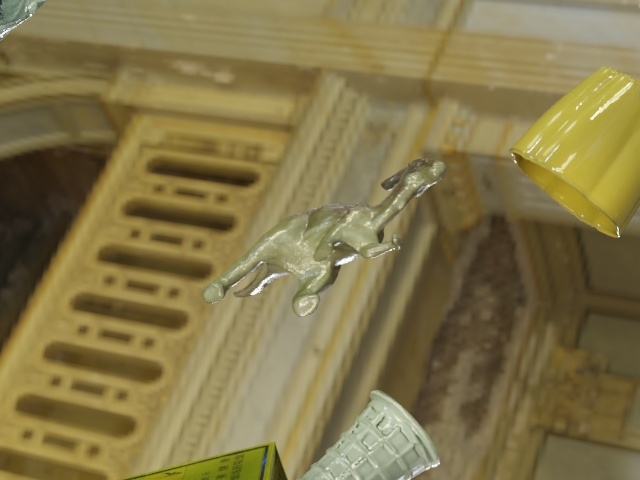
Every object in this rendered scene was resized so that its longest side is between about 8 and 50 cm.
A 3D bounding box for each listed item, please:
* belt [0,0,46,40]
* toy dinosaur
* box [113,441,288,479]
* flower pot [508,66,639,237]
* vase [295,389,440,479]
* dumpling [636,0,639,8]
[{"bbox_3d":[-0.369,-0.272,1.596,0.198,0.078,0.151,-13,-101,-49],"label":"belt"},{"bbox_3d":[0.005,0.006,1.608,0.077,0.294,0.162,63,-156,-16],"label":"toy dinosaur"},{"bbox_3d":[-0.150,0.297,1.678,0.141,0.220,0.064,-84,-20,-68],"label":"box"},{"bbox_3d":[0.387,-0.129,2.132,0.179,0.195,0.195,-51,-28,-2],"label":"flower pot"},{"bbox_3d":[0.013,0.357,2.184,0.299,0.143,0.143,-39,-40,-16],"label":"vase"},{"bbox_3d":[0.444,-0.213,1.455,0.260,0.341,0.181,-43,12,2],"label":"dumpling"}]
